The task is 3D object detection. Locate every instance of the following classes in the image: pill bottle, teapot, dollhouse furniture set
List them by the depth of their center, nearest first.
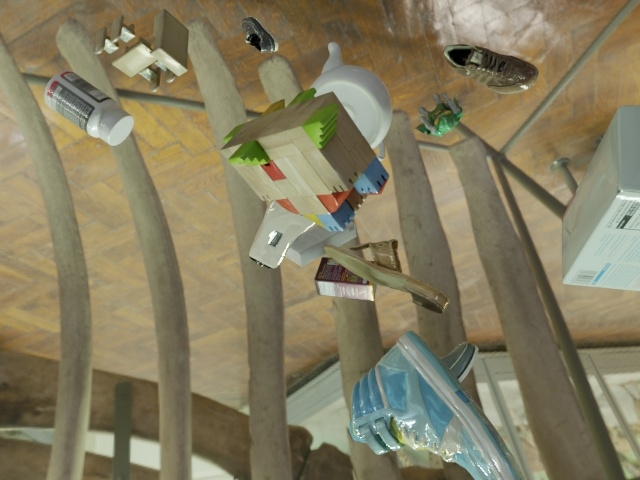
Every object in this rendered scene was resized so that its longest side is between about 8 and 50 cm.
[{"bbox_3d":[0.089,-0.359,1.313,0.253,0.187,0.255,23,129,6],"label":"teapot"},{"bbox_3d":[-0.524,-0.554,1.465,0.242,0.160,0.212,-19,152,27],"label":"dollhouse furniture set"},{"bbox_3d":[-0.857,-0.487,1.803,0.283,0.161,0.161,35,135,0],"label":"pill bottle"}]

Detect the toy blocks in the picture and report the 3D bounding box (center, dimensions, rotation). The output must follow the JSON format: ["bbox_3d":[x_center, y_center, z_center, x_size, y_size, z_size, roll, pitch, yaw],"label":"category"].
[{"bbox_3d":[-0.019,-0.130,0.961,0.382,0.190,0.261,0,137,52],"label":"toy blocks"}]

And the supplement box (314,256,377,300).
[{"bbox_3d":[0.086,0.122,1.550,0.188,0.104,0.080,4,135,16],"label":"supplement box"}]

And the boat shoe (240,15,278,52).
[{"bbox_3d":[-0.221,-0.687,1.617,0.065,0.206,0.075,-29,147,-23],"label":"boat shoe"}]

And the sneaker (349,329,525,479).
[{"bbox_3d":[0.170,0.327,0.805,0.208,0.319,0.127,-40,134,5],"label":"sneaker"}]

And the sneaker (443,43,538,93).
[{"bbox_3d":[0.309,-0.324,0.906,0.071,0.188,0.066,6,111,-43],"label":"sneaker"}]

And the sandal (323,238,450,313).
[{"bbox_3d":[0.124,0.038,0.836,0.079,0.240,0.088,-55,147,-14],"label":"sandal"}]

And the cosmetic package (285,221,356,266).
[{"bbox_3d":[0.000,0.000,1.637,0.239,0.099,0.060,-28,125,-27],"label":"cosmetic package"}]

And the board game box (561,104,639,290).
[{"bbox_3d":[0.424,-0.021,0.471,0.304,0.097,0.224,6,157,16],"label":"board game box"}]

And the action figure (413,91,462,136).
[{"bbox_3d":[0.274,-0.287,1.108,0.063,0.232,0.137,41,109,-14],"label":"action figure"}]

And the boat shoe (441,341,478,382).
[{"bbox_3d":[0.278,0.369,1.278,0.319,0.099,0.116,-44,177,2],"label":"boat shoe"}]

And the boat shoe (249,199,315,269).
[{"bbox_3d":[-0.085,-0.077,1.284,0.127,0.158,0.340,29,134,-13],"label":"boat shoe"}]
